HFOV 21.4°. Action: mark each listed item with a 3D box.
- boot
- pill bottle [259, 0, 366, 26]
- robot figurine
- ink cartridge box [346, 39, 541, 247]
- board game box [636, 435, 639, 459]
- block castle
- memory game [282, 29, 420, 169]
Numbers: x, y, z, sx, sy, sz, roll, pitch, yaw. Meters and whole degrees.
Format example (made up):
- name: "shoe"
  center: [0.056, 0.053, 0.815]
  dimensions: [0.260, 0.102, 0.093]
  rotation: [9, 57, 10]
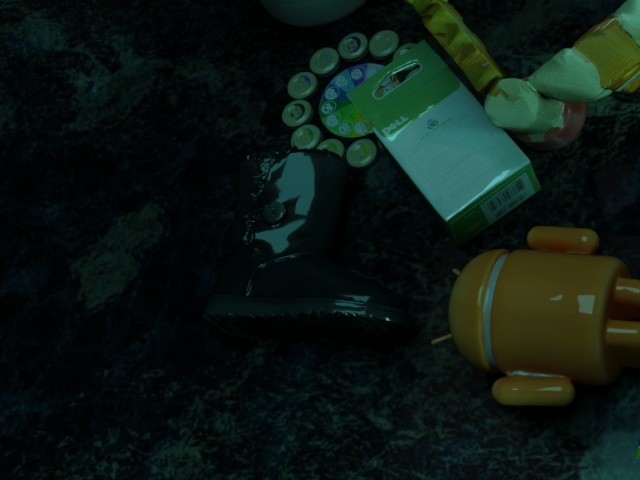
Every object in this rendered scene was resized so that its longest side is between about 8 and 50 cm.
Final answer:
- name: "boot"
  center: [0.000, 0.000, 1.786]
  dimensions: [0.247, 0.094, 0.207]
  rotation: [1, 67, 32]
- name: "pill bottle"
  center: [-0.060, -0.406, 1.881]
  dimensions: [0.204, 0.361, 0.204]
  rotation: [-11, 58, 18]
- name: "robot figurine"
  center: [0.219, 0.071, 1.630]
  dimensions: [0.219, 0.128, 0.158]
  rotation: [4, 104, 26]
- name: "ink cartridge box"
  center: [0.129, -0.105, 1.803]
  dimensions: [0.109, 0.062, 0.209]
  rotation: [-36, 57, -1]
- name: "board game box"
  center: [0.420, 0.071, 1.432]
  dimensions: [0.347, 0.078, 0.233]
  rotation: [-25, 48, 61]
- name: "block castle"
  center: [0.295, -0.329, 1.712]
  dimensions: [0.453, 0.213, 0.303]
  rotation: [-42, 77, 17]
- name: "memory game"
  center: [0.043, -0.160, 1.910]
  dimensions: [0.186, 0.012, 0.186]
  rotation: [-11, 58, 19]
